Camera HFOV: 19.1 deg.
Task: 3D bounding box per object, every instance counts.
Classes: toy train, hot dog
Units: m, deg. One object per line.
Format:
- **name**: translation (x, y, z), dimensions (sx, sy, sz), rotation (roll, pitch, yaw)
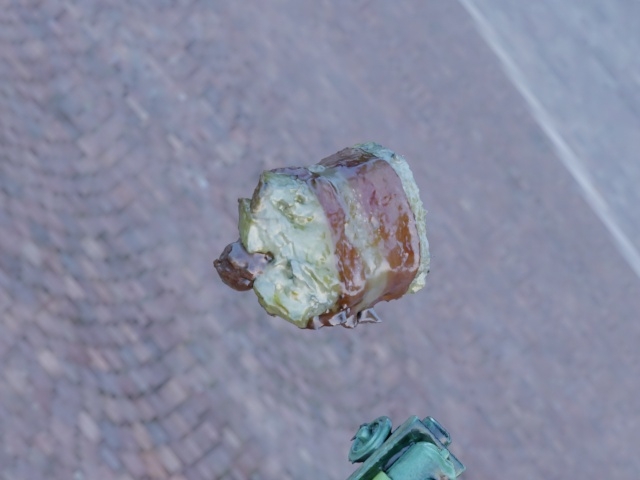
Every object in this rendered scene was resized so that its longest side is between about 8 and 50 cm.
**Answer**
- **toy train**: translation (0.031, 0.221, 1.480), dimensions (0.083, 0.200, 0.132), rotation (44, -3, -15)
- **hot dog**: translation (0.000, 0.000, 1.507), dimensions (0.213, 0.103, 0.146), rotation (-9, 91, -45)
